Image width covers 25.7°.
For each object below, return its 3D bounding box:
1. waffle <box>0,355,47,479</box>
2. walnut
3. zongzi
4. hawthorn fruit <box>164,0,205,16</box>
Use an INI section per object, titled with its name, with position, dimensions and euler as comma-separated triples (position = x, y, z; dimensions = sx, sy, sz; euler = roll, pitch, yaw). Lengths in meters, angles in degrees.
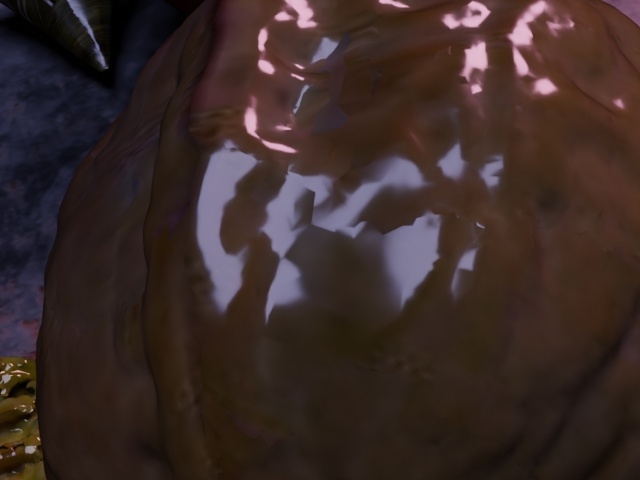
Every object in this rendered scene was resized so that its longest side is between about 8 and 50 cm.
[waffle]
position = -0.252, 0.136, 0.746
dimensions = 0.254, 0.052, 0.245
euler = 15, 46, 27
[walnut]
position = 0.023, 0.038, 0.614
dimensions = 0.306, 0.306, 0.344
euler = 2, 41, 17
[zongzi]
position = -0.161, -0.218, 1.125
dimensions = 0.187, 0.084, 0.184
euler = -35, 59, -31
[hawthorn fruit]
position = -0.037, -0.261, 0.999
dimensions = 0.265, 0.265, 0.307
euler = -8, 57, 5
